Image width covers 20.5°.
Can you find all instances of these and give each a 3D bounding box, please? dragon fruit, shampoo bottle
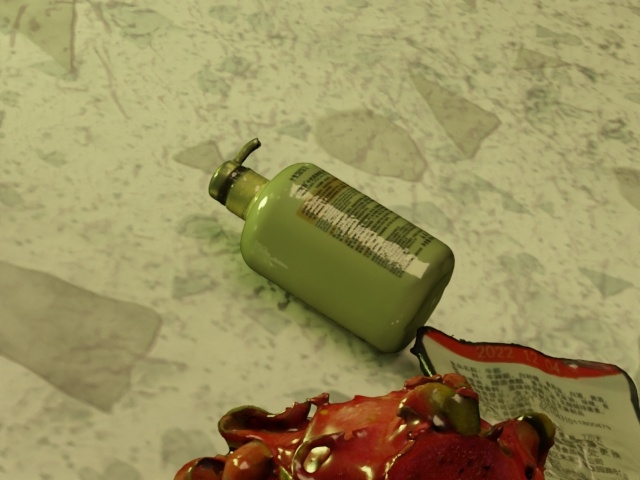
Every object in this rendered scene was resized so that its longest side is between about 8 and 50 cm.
[{"bbox_3d":[0.017,0.134,0.900,0.208,0.133,0.150,1,4,19],"label":"dragon fruit"},{"bbox_3d":[0.000,0.000,1.114,0.162,0.079,0.079,31,34,12],"label":"shampoo bottle"}]

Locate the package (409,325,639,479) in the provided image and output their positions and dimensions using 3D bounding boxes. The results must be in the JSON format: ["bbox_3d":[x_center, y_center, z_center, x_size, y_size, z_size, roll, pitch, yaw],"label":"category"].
[{"bbox_3d":[0.143,0.143,1.039,0.166,0.040,0.232,14,32,-22],"label":"package"}]
